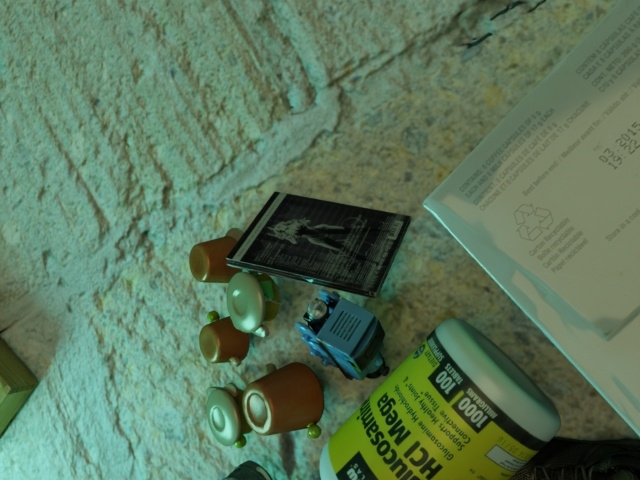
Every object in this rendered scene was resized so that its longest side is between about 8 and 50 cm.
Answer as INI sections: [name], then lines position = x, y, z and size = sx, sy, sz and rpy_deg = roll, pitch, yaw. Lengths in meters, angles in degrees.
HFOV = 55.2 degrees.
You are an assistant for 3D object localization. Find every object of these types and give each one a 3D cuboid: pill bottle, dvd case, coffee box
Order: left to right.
[dvd case]
position = 0.000, 0.000, 0.873
size = 0.221, 0.165, 0.018
rpy_deg = 12, 134, 19
[pill bottle]
position = 0.122, 0.276, 0.781
size = 0.188, 0.188, 0.334
rpy_deg = 44, 100, 16
[coffee box]
position = 0.364, -0.020, 0.642
size = 0.337, 0.334, 0.338
rpy_deg = -45, 72, 12

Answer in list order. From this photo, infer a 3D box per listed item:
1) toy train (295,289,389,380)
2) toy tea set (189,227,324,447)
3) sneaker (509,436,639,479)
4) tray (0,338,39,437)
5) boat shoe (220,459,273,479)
[toy train]
position = 0.036, 0.137, 0.824
size = 0.105, 0.184, 0.080
rpy_deg = 27, 71, 29
[toy tea set]
position = -0.091, 0.142, 0.924
size = 0.200, 0.124, 0.336
rpy_deg = -12, 85, 47
[sneaker]
position = 0.309, 0.293, 0.750
size = 0.227, 0.130, 0.087
rpy_deg = -8, 82, 20
[tray]
position = -0.718, 0.203, 1.132
size = 0.411, 0.076, 0.203
rpy_deg = 40, 100, 18
[boat shoe]
position = -0.013, 0.431, 0.857
size = 0.319, 0.099, 0.116
rpy_deg = 36, 121, 5
